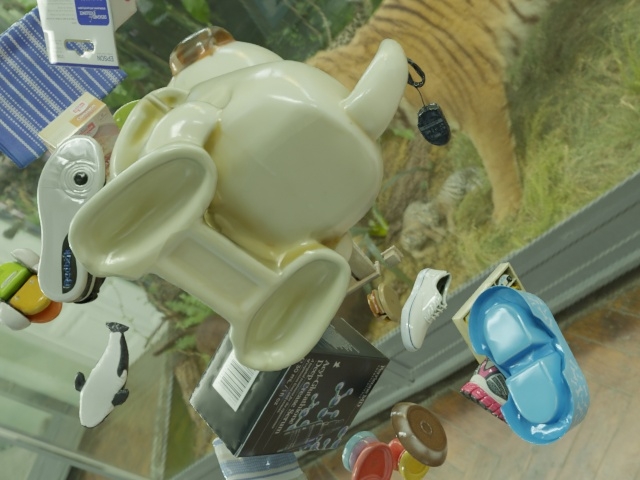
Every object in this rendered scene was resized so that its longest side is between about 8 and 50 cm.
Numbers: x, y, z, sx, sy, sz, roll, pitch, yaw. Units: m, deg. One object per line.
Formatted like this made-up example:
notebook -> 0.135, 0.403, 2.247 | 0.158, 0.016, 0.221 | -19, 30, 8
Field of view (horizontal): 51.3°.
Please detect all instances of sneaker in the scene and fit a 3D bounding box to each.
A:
sneaker -> -0.323, -0.023, 0.894 | 0.121, 0.079, 0.217 | 101, 174, -81
sneaker -> 0.285, 0.176, 1.780 | 0.091, 0.094, 0.258 | -9, 47, 39
sneaker -> 0.420, 0.340, 1.411 | 0.121, 0.299, 0.112 | 28, 83, 49

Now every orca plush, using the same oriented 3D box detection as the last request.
orca plush -> -0.594, 0.371, 1.856 | 0.102, 0.151, 0.287 | 94, 176, -80

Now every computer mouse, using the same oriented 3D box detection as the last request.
computer mouse -> 0.255, -0.341, 1.643 | 0.071, 0.242, 0.041 | -19, 19, 27

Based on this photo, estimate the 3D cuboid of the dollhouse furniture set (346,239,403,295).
dollhouse furniture set -> 0.000, 0.000, 1.887 | 0.355, 0.303, 0.174 | -32, 27, 22

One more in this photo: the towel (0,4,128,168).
towel -> -0.634, -0.355, 1.489 | 0.336, 0.243, 0.040 | -49, 22, -18

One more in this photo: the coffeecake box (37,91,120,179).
coffeecake box -> -0.514, -0.211, 1.477 | 0.142, 0.068, 0.185 | -49, -22, -19

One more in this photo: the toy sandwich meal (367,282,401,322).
toy sandwich meal -> 0.118, 0.117, 1.218 | 0.029, 0.085, 0.086 | -26, 37, 24

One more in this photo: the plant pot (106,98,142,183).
plant pot -> -0.515, -0.230, 2.040 | 0.353, 0.366, 0.367 | 114, 170, -55

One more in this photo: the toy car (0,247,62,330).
toy car -> -0.645, 0.119, 1.470 | 0.182, 0.136, 0.159 | 25, 66, 25

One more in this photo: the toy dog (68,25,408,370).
toy dog -> -0.102, -0.123, 0.812 | 0.395, 0.284, 0.408 | -55, 26, 15

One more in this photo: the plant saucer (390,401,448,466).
plant saucer -> 0.280, 0.520, 1.823 | 0.036, 0.198, 0.199 | -48, 26, 28

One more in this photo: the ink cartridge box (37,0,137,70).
ink cartridge box -> -0.381, -0.460, 1.037 | 0.175, 0.069, 0.371 | 12, 115, 30

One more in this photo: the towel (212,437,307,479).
towel -> -0.142, 0.598, 1.717 | 0.285, 0.209, 0.034 | 50, 133, 49

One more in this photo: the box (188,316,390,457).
box -> -0.067, 0.344, 1.650 | 0.212, 0.395, 0.294 | 37, 102, 37

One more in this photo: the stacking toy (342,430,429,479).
stacking toy -> 0.169, 0.727, 2.052 | 0.130, 0.309, 0.280 | 19, 87, 53

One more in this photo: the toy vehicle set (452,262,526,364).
toy vehicle set -> 0.503, 0.209, 1.929 | 0.267, 0.166, 0.035 | -41, 15, -30

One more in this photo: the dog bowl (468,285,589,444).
dog bowl -> 0.386, 0.222, 1.235 | 0.166, 0.074, 0.297 | -50, 51, 44
